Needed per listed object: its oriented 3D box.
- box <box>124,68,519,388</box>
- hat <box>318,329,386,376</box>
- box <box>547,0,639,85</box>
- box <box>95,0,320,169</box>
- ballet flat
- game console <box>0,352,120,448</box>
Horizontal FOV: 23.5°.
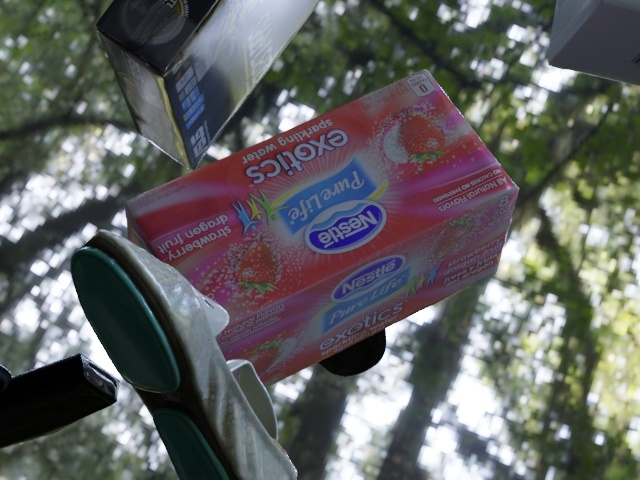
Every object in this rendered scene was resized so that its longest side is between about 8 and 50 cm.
[{"bbox_3d":[0.000,0.000,1.315,0.154,0.300,0.142,56,-20,27],"label":"box"},{"bbox_3d":[-0.043,0.033,2.008,0.331,0.134,0.331,31,-52,50],"label":"hat"},{"bbox_3d":[0.373,-0.333,1.530,0.215,0.345,0.168,13,-16,-6],"label":"box"},{"bbox_3d":[-0.095,-0.268,1.662,0.097,0.318,0.395,36,-10,6],"label":"box"},{"bbox_3d":[-0.057,0.056,0.676,0.057,0.052,0.168,5,-53,42],"label":"ballet flat"},{"bbox_3d":[-0.383,0.159,1.742,0.213,0.044,0.361,-20,-26,9],"label":"game console"}]
